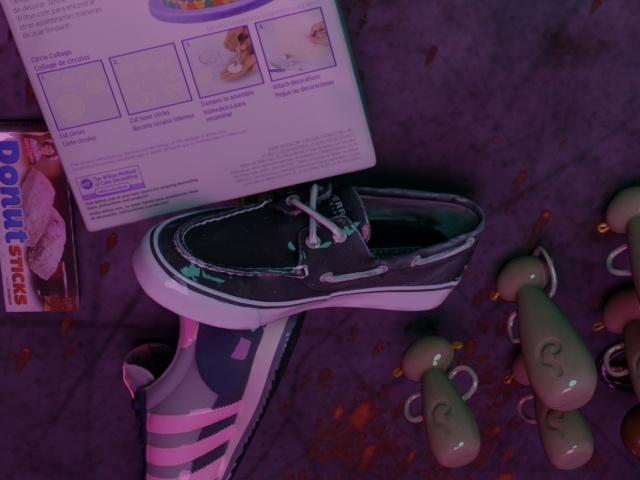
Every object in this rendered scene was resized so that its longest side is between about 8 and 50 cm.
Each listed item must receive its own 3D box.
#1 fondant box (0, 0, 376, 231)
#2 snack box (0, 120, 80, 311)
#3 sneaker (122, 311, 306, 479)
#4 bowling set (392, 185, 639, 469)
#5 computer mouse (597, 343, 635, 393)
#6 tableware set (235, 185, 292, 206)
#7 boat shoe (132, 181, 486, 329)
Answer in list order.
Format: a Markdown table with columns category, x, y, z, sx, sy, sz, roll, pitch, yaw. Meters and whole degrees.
| category | x | y | z | sx | sy | sz | roll | pitch | yaw |
| --- | --- | --- | --- | --- | --- | --- | --- | --- | --- |
| fondant box | -0.110 | -0.186 | 1.302 | 0.238 | 0.096 | 0.330 | -13 | 123 | 6 |
| snack box | -0.238 | -0.018 | 1.447 | 0.064 | 0.022 | 0.178 | 0 | 123 | -1 |
| sneaker | -0.123 | 0.156 | 1.530 | 0.131 | 0.112 | 0.319 | 26 | 117 | 1 |
| bowling set | 0.222 | 0.105 | 1.497 | 0.287 | 0.154 | 0.200 | -29 | 138 | 14 |
| computer mouse | 0.368 | 0.128 | 1.564 | 0.242 | 0.041 | 0.071 | 13 | 113 | -3 |
| tableware set | -0.015 | -0.009 | 1.462 | 0.104 | 0.024 | 0.154 | -9 | 122 | 3 |
| boat shoe | 0.000 | 0.000 | 1.367 | 0.301 | 0.108 | 0.102 | 2 | 139 | -31 |
